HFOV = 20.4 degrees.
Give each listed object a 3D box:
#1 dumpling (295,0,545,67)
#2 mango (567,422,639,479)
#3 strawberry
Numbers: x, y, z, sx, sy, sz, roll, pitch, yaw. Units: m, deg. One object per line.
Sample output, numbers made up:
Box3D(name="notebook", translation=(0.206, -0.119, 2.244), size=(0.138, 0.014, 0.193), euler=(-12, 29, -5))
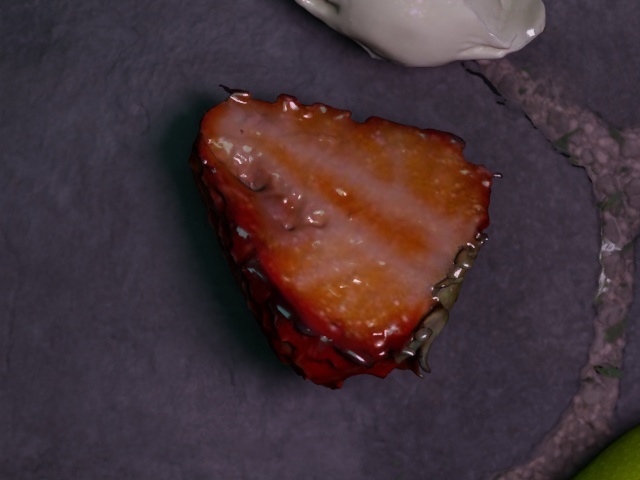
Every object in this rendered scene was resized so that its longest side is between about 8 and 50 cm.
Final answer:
Box3D(name="dumpling", translation=(0.088, -0.257, 1.660), size=(0.258, 0.147, 0.193), euler=(11, 51, 1))
Box3D(name="mango", translation=(0.314, 0.255, 1.605), size=(0.343, 0.156, 0.192), euler=(-17, 83, -5))
Box3D(name="strawberry", translation=(0.002, 0.016, 1.612), size=(0.280, 0.150, 0.253), euler=(14, 61, -2))
